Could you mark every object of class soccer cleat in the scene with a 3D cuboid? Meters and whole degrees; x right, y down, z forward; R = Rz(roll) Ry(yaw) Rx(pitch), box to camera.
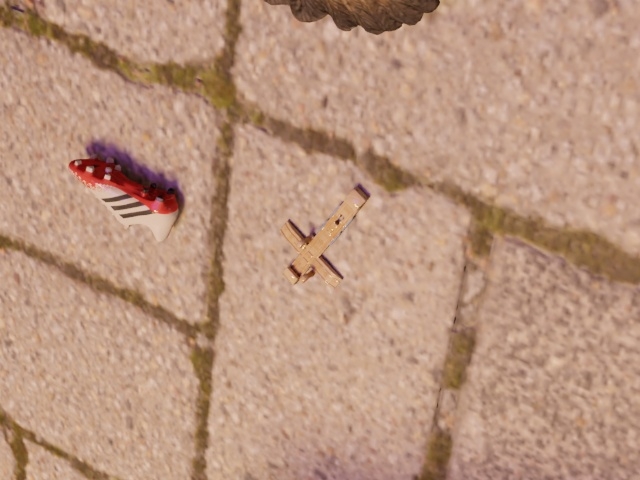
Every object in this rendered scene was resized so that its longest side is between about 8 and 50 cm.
[{"bbox_3d":[-0.126,-0.027,0.769,0.083,0.029,0.035,24,119,19],"label":"soccer cleat"}]

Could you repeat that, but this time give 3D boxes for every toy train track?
[{"bbox_3d":[0.000,0.000,0.701,0.048,0.014,0.083,47,129,8],"label":"toy train track"}]

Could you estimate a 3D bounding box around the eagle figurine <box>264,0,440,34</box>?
[{"bbox_3d":[-0.011,-0.209,0.506,0.226,0.225,0.298,38,118,2],"label":"eagle figurine"}]
